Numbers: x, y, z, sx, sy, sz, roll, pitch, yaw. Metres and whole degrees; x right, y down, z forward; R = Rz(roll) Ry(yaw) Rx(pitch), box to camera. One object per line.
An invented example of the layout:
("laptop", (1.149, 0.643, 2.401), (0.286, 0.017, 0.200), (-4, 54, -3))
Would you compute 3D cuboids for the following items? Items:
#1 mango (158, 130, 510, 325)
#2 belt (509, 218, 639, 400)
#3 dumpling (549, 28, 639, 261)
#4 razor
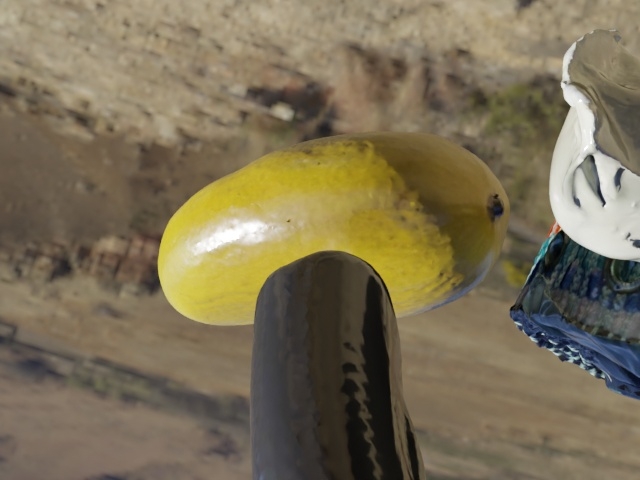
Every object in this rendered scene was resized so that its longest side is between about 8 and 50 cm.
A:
("mango", (-0.001, -0.004, 1.218), (0.331, 0.142, 0.195), (-10, 150, 21))
("belt", (0.256, 0.045, 1.052), (0.207, 0.150, 0.257), (27, 174, -15))
("dumpling", (0.184, -0.055, 0.831), (0.108, 0.127, 0.188), (-14, 151, 28))
("razor", (0.023, 0.184, 0.922), (0.113, 0.349, 0.204), (-14, 145, 4))
